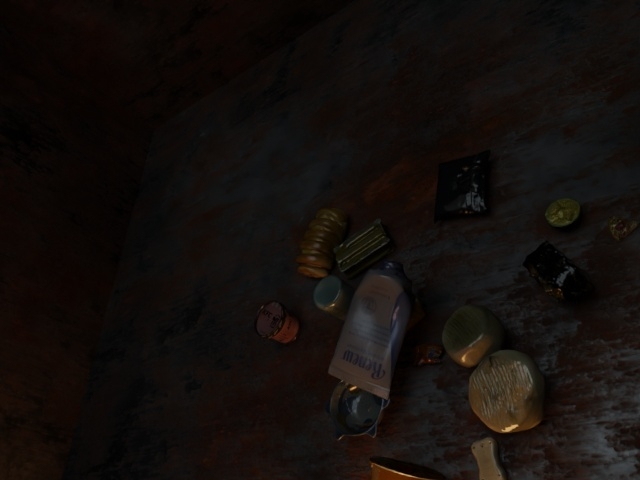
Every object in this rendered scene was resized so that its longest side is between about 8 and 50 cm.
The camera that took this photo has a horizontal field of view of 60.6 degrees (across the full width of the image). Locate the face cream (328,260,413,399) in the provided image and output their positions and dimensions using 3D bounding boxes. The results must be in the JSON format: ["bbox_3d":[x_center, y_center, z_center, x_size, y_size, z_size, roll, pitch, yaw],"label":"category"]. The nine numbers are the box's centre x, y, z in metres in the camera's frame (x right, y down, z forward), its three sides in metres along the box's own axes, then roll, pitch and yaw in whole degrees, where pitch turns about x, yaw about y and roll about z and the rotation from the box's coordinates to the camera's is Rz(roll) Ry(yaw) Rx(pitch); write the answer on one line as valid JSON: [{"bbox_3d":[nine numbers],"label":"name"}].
[{"bbox_3d":[0.179,0.268,1.767,0.235,0.137,0.419,15,86,35],"label":"face cream"}]

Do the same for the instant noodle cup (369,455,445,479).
[{"bbox_3d":[0.224,0.708,1.508,0.216,0.216,0.172,2,74,43],"label":"instant noodle cup"}]

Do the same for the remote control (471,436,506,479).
[{"bbox_3d":[0.456,0.600,1.484,0.074,0.032,0.122,-29,47,26],"label":"remote control"}]

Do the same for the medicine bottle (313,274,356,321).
[{"bbox_3d":[0.071,0.215,1.992,0.135,0.168,0.135,-24,50,31],"label":"medicine bottle"}]

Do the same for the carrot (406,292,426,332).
[{"bbox_3d":[0.224,0.301,1.843,0.302,0.114,0.114,-42,43,8],"label":"carrot"}]

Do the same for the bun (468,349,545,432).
[{"bbox_3d":[0.516,0.413,1.490,0.237,0.116,0.209,-52,44,37],"label":"bun"}]

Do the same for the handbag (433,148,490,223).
[{"bbox_3d":[0.499,-0.192,1.931,0.211,0.089,0.254,-15,55,43],"label":"handbag"}]

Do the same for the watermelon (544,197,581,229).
[{"bbox_3d":[0.738,-0.075,1.650,0.106,0.062,0.105,-29,40,27],"label":"watermelon"}]

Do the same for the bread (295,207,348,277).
[{"bbox_3d":[0.000,0.000,2.237,0.173,0.121,0.311,2,65,44],"label":"bread"}]

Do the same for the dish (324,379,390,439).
[{"bbox_3d":[0.131,0.550,1.777,0.236,0.086,0.227,8,70,45],"label":"dish"}]

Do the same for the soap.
[{"bbox_3d":[0.168,0.033,2.095,0.233,0.076,0.135,-36,44,18],"label":"soap"}]

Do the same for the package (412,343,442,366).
[{"bbox_3d":[0.340,0.365,1.747,0.111,0.033,0.077,-12,66,43],"label":"package"}]

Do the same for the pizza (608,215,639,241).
[{"bbox_3d":[0.856,-0.044,1.549,0.078,0.025,0.083,-27,47,31],"label":"pizza"}]

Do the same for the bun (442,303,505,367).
[{"bbox_3d":[0.456,0.287,1.625,0.178,0.128,0.193,-46,23,8],"label":"bun"}]

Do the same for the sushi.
[{"bbox_3d":[0.673,0.101,1.551,0.115,0.147,0.212,-49,24,15],"label":"sushi"}]

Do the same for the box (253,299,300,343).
[{"bbox_3d":[-0.165,0.331,2.160,0.151,0.135,0.151,-25,45,29],"label":"box"}]
